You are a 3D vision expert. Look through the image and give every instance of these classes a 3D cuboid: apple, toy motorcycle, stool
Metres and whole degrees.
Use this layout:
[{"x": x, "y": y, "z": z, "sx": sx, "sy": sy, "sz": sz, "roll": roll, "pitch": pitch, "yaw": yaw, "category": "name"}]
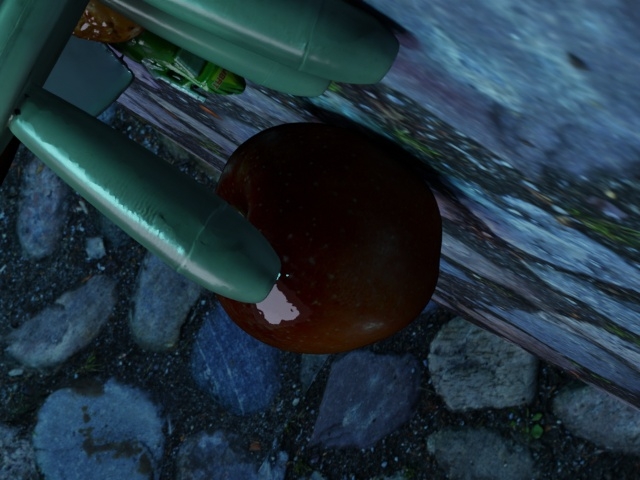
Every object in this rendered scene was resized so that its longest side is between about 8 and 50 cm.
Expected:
[{"x": 0.000, "y": 0.000, "z": 0.969, "sx": 0.201, "sy": 0.218, "sz": 0.218, "roll": 3, "pitch": -166, "yaw": -33, "category": "apple"}, {"x": -0.155, "y": -0.186, "z": 0.909, "sx": 0.190, "sy": 0.074, "sz": 0.106, "roll": 33, "pitch": 168, "yaw": -39, "category": "toy motorcycle"}, {"x": -0.094, "y": -0.085, "z": 0.623, "sx": 0.199, "sy": 0.195, "sz": 0.195, "roll": 31, "pitch": 178, "yaw": -15, "category": "stool"}]

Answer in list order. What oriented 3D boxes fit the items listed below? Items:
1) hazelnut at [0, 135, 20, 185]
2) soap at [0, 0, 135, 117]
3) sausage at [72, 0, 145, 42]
[{"x": -0.528, "y": -0.171, "z": 1.175, "sx": 0.402, "sy": 0.429, "sz": 0.402, "roll": 8, "pitch": -153, "yaw": -4, "category": "hazelnut"}, {"x": -0.322, "y": -0.222, "z": 0.880, "sx": 0.296, "sy": 0.107, "sz": 0.285, "roll": 51, "pitch": 167, "yaw": -29, "category": "soap"}, {"x": -0.192, "y": -0.202, "z": 0.741, "sx": 0.179, "sy": 0.089, "sz": 0.089, "roll": 32, "pitch": 178, "yaw": -36, "category": "sausage"}]
